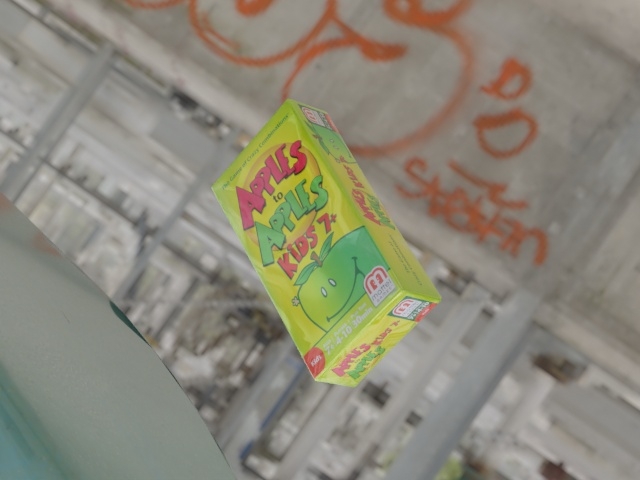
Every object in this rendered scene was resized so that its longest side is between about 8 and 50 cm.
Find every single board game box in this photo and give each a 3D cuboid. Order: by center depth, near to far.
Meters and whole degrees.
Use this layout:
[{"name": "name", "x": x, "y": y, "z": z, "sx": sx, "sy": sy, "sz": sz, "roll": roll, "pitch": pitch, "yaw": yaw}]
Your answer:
[{"name": "board game box", "x": 0.000, "y": 0.000, "z": 1.058, "sx": 0.043, "sy": 0.092, "sz": 0.181, "roll": 14, "pitch": -143, "yaw": -46}]

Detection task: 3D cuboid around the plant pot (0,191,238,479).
[{"name": "plant pot", "x": -0.141, "y": 0.062, "z": 0.454, "sx": 0.234, "sy": 0.165, "sz": 0.165, "roll": 36, "pitch": 179, "yaw": 35}]
